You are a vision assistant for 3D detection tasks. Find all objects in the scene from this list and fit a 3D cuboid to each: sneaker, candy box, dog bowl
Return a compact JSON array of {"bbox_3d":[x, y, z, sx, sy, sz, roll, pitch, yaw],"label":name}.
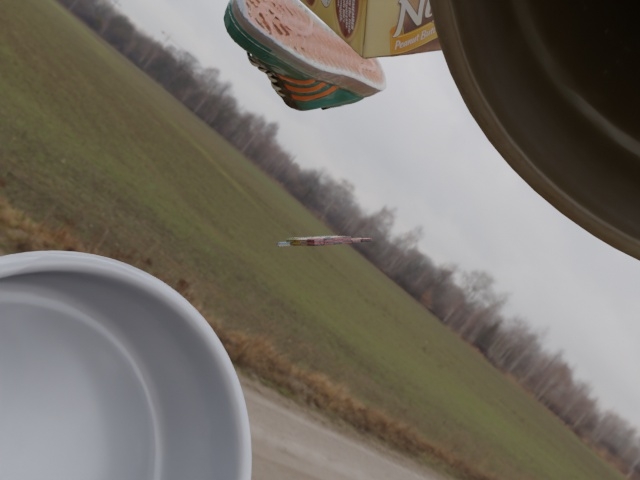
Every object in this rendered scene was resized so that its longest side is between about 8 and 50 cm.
[{"bbox_3d":[-0.035,-0.231,0.946,0.302,0.121,0.108,11,59,-54],"label":"sneaker"},{"bbox_3d":[0.060,-0.270,0.653,0.316,0.183,0.087,-122,-153,-48],"label":"candy box"},{"bbox_3d":[-0.173,0.141,0.423,0.104,0.264,0.265,-9,-36,44],"label":"dog bowl"}]

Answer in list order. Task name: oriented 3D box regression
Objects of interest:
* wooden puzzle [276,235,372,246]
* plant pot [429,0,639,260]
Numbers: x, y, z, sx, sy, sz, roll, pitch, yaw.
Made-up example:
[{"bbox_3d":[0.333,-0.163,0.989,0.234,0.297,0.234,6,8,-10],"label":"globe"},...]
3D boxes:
[{"bbox_3d":[0.000,0.000,0.605,0.083,0.006,0.049,-4,3,-38],"label":"wooden puzzle"},{"bbox_3d":[0.242,-0.169,0.290,0.323,0.280,0.323,22,-33,15],"label":"plant pot"}]
